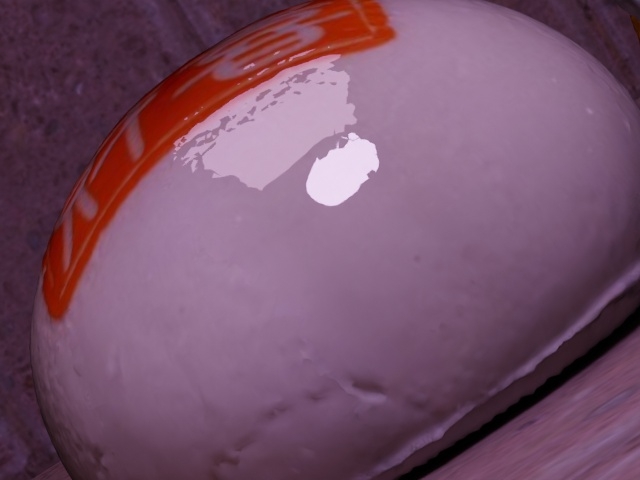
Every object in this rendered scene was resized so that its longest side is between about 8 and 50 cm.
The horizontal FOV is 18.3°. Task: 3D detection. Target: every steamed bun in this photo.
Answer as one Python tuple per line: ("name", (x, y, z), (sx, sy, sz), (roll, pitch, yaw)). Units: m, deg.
("steamed bun", (0.000, 0.000, 1.086), (0.374, 0.241, 0.374), (-32, 5, 3))

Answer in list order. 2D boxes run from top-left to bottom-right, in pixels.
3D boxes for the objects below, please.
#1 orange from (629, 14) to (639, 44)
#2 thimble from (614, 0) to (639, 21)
("orange", (0.264, -0.149, 1.010), (0.236, 0.236, 0.236), (-32, 2, 1))
("thimble", (0.198, -0.070, 0.674), (0.149, 0.185, 0.211), (-33, 36, 8))
